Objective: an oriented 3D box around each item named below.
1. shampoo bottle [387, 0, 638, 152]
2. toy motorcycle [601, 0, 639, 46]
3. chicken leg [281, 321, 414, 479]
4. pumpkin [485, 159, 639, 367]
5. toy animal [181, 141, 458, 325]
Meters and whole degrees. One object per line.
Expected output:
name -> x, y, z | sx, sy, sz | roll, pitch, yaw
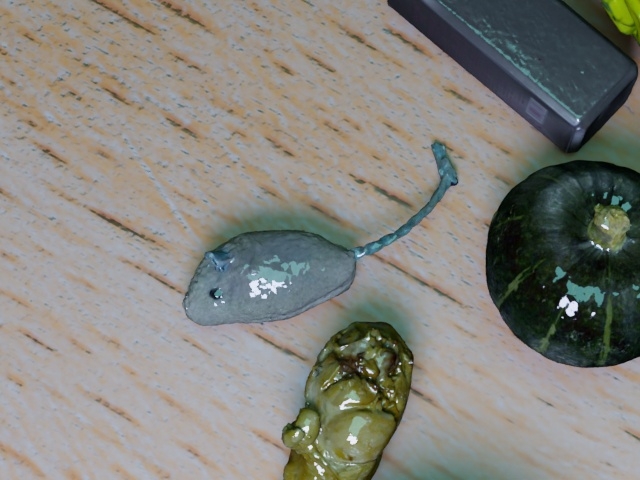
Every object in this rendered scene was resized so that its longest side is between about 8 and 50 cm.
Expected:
shampoo bottle -> 0.142, -0.181, 1.268 | 0.246, 0.080, 0.079 | 42, 80, 11
toy motorcycle -> 0.300, -0.181, 1.216 | 0.142, 0.206, 0.342 | -38, 92, 30
chicken leg -> 0.002, 0.163, 1.178 | 0.088, 0.103, 0.227 | 32, 83, -6
pumpkin -> 0.207, 0.016, 1.193 | 0.167, 0.125, 0.167 | -4, 75, 13
toy animal -> 0.007, 0.005, 1.237 | 0.253, 0.070, 0.079 | -26, 92, -7
